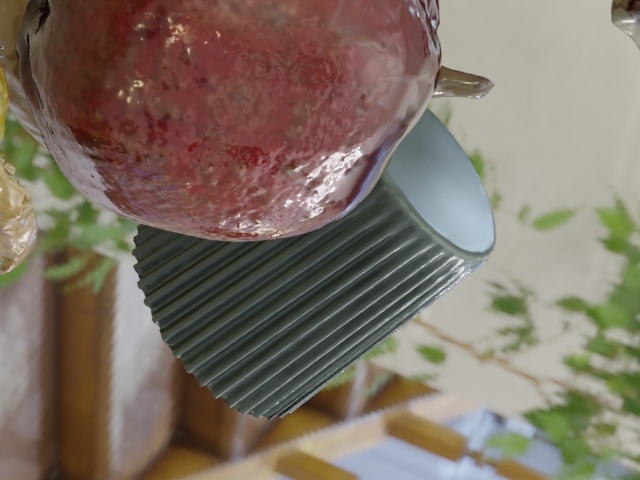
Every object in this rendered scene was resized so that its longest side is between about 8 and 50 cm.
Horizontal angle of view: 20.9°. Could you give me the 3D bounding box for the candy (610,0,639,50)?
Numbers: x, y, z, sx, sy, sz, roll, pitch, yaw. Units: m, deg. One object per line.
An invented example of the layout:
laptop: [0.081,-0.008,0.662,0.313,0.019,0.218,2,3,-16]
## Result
candy: [0.429,-0.216,1.719,0.321,0.135,0.179,40,61,-36]

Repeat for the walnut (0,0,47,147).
walnut: [-0.200,-0.209,1.720,0.296,0.285,0.285,26,85,-82]

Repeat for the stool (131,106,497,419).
stool: [0.000,0.000,1.997,0.330,0.297,0.297,-35,177,26]

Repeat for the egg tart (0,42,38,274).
egg tart: [-0.408,-0.137,1.463,0.178,0.443,0.443,-59,159,-21]

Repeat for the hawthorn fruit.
hawthorn fruit: [-0.032,-0.100,0.917,0.215,0.250,0.215,-169,-90,-79]
